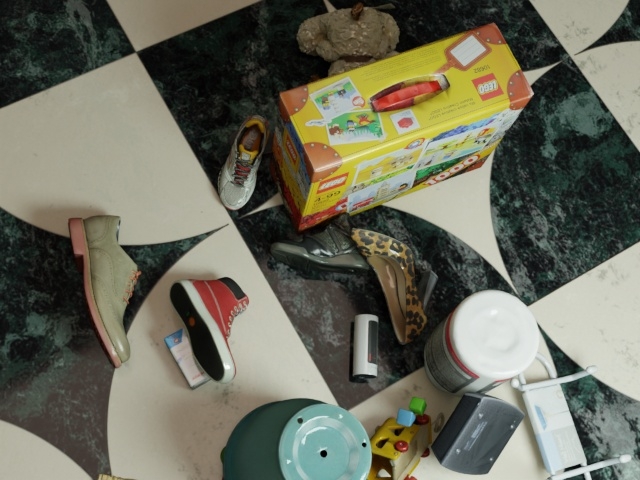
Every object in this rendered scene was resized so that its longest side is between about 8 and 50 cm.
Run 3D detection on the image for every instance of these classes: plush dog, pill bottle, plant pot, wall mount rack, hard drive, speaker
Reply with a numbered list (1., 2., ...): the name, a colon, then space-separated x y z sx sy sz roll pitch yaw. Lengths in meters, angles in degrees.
1. plush dog: 0.086 -0.442 2.062 0.262 0.210 0.226 -5 94 -10
2. pill bottle: 0.315 0.227 1.761 0.176 0.318 0.176 3 70 -7
3. plant pot: -0.028 0.428 1.652 0.271 0.255 0.272 7 69 -18
4. wall mount rack: 0.496 0.390 1.789 0.304 0.130 0.350 -3 68 -36
5. hard drive: 0.320 0.391 1.737 0.054 0.254 0.172 33 92 36
6. speaker: 0.099 0.234 1.872 0.055 0.055 0.136 5 69 -6

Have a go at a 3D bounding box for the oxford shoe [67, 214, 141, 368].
1. oxford shoe: -0.442 0.097 1.818 0.130 0.123 0.348 -13 73 -17

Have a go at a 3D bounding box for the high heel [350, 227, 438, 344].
1. high heel: 0.144 0.100 1.869 0.261 0.093 0.186 35 61 -24

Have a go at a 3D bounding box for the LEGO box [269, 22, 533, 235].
1. LEGO box: 0.156 -0.236 1.882 0.500 0.372 0.193 -21 74 -14

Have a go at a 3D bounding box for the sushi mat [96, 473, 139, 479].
1. sushi mat: -0.405 0.629 1.680 0.151 0.019 0.317 12 69 -2

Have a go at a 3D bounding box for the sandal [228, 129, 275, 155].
1. sandal: -0.129 -0.229 2.017 0.179 0.040 0.067 -2 94 -9

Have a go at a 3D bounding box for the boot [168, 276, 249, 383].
1. boot: -0.196 0.182 1.804 0.176 0.088 0.244 -2 55 -46

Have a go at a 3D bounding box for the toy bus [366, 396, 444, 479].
1. toy bus: 0.161 0.423 1.781 0.104 0.202 0.191 11 73 29

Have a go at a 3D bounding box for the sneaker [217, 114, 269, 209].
1. sneaker: -0.180 -0.180 1.945 0.088 0.093 0.225 15 94 -4

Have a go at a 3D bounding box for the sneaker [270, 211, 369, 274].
1. sneaker: 0.000 0.000 1.930 0.227 0.087 0.130 6 68 -9

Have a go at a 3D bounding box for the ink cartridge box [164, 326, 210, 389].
1. ink cartridge box: -0.266 0.245 1.822 0.088 0.052 0.122 -28 75 -16

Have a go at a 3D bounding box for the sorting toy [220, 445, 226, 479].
1. sorting toy: -0.175 0.468 1.757 0.061 0.042 0.102 -3 70 -9
